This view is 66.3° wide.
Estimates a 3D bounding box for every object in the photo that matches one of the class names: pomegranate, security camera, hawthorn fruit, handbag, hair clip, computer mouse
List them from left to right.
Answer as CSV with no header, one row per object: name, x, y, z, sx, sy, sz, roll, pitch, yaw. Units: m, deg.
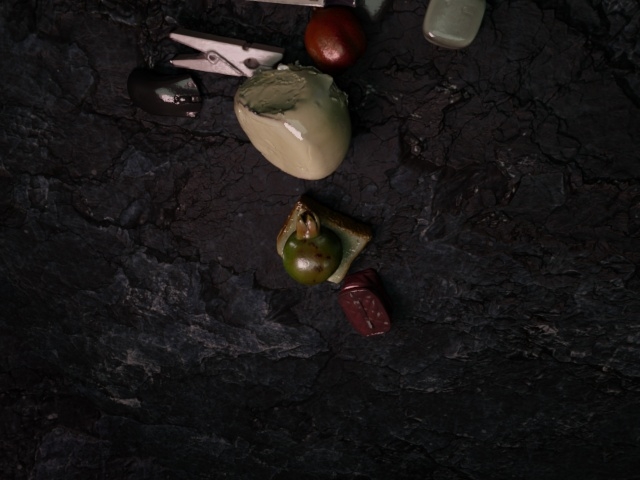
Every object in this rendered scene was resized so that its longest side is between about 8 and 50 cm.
computer mouse,-0.484,-0.445,1.510,0.265,0.088,0.146,3,122,6
hair clip,-0.268,-0.535,1.415,0.331,0.085,0.101,8,123,-1
pomegranate,-0.019,0.037,1.539,0.190,0.159,0.240,24,119,-6
hawthorn fruit,0.030,-0.541,1.314,0.169,0.169,0.188,-37,101,26
handbag,0.164,0.225,1.733,0.147,0.135,0.225,-18,116,25
security camera,0.364,-0.645,1.239,0.157,0.080,0.301,17,111,3

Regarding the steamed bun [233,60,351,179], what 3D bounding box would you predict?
steamed bun,-0.057,-0.337,1.384,0.334,0.233,0.312,34,165,25

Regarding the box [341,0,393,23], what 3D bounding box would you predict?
box,0.110,-0.699,1.273,0.213,0.042,0.201,30,120,-5

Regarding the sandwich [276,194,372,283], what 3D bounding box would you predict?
sandwich,0.000,0.001,1.661,0.273,0.095,0.248,26,124,-5

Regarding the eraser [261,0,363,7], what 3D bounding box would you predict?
eraser,-0.090,-0.671,1.269,0.404,0.096,0.098,11,122,12
